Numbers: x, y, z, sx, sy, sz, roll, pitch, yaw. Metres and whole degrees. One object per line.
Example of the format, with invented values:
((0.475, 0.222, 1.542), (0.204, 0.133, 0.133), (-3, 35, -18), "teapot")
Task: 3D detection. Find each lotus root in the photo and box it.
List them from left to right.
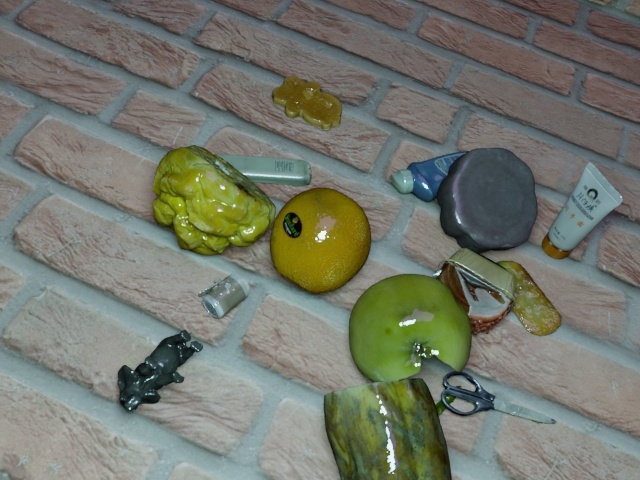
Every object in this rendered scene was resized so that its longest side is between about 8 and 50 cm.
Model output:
((0.147, 0.470, 1.369), (0.250, 0.250, 0.346), (-4, 63, -13), "lotus root")

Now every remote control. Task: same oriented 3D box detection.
((-0.179, -0.212, 1.927), (0.309, 0.038, 0.090), (3, 55, -7), "remote control")

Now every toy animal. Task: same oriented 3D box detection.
((-0.366, 0.301, 1.461), (0.245, 0.146, 0.115), (-35, 95, -49), "toy animal")

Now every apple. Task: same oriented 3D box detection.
((0.216, 0.200, 1.547), (0.295, 0.258, 0.234), (-1, 97, -5), "apple")

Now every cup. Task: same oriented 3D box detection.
((-0.252, 0.134, 1.641), (0.102, 0.074, 0.099), (39, 57, 18), "cup")

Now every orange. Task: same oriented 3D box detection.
((0.000, 0.000, 1.670), (0.274, 0.274, 0.274), (5, 54, -7), "orange")

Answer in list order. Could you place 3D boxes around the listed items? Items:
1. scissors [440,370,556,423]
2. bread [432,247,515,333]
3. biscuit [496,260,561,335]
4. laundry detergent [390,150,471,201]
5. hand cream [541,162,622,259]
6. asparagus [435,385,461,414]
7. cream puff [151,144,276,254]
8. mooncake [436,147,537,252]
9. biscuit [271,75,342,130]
((0.438, 0.403, 1.590), (0.299, 0.022, 0.109), (18, 57, -5), "scissors")
((0.403, 0.135, 1.715), (0.224, 0.142, 0.212), (30, 52, 11), "bread")
((0.564, 0.156, 1.799), (0.118, 0.029, 0.247), (-22, 61, -16), "biscuit")
((0.357, -0.188, 1.977), (0.289, 0.094, 0.143), (-10, 67, -13), "laundry detergent")
((0.729, -0.064, 1.809), (0.089, 0.314, 0.140), (-16, 55, -23), "hand cream")
((0.312, 0.392, 1.588), (0.108, 0.021, 0.025), (-35, 74, -30), "asparagus")
((-0.297, -0.079, 1.674), (0.324, 0.257, 0.291), (39, 12, 5), "cream puff")
((0.472, -0.109, 1.849), (0.306, 0.154, 0.306), (3, 78, -12), "mooncake")
((-0.035, -0.449, 2.124), (0.248, 0.035, 0.184), (29, 56, 10), "biscuit")
